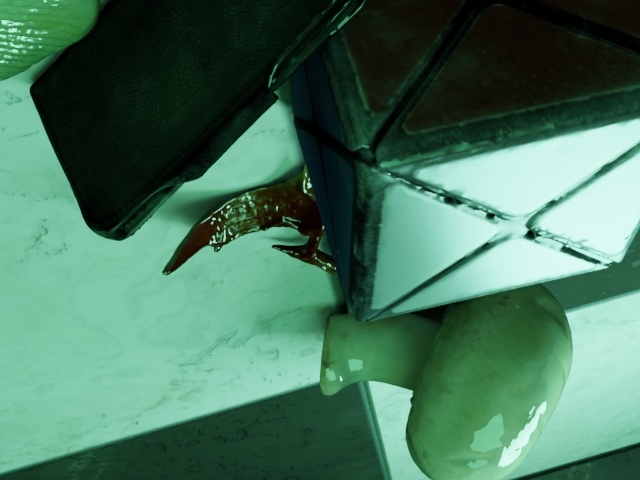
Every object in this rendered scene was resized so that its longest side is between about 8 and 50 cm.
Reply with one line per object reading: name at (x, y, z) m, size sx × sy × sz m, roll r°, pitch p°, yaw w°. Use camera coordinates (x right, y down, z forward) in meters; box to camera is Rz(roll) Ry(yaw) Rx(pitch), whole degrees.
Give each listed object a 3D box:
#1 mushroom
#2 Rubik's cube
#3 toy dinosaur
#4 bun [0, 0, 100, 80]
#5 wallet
mushroom at (0.199, 0.206, 1.176) m, size 0.356 × 0.315 × 0.315 m, roll -18°, pitch 150°, yaw -21°
Rubik's cube at (0.118, -0.113, 0.695) m, size 0.254 × 0.259 × 0.260 m, roll -11°, pitch 151°, yaw -6°
toy dinosaur at (-0.004, -0.005, 0.937) m, size 0.327 × 0.113 × 0.206 m, roll 13°, pitch 138°, yaw -36°
bun at (-0.252, -0.176, 0.545) m, size 0.212 × 0.126 × 0.204 m, roll -19°, pitch 174°, yaw 14°
wallet at (-0.099, -0.142, 0.632) m, size 0.318 × 0.172 × 0.045 m, roll -39°, pitch 157°, yaw 30°
